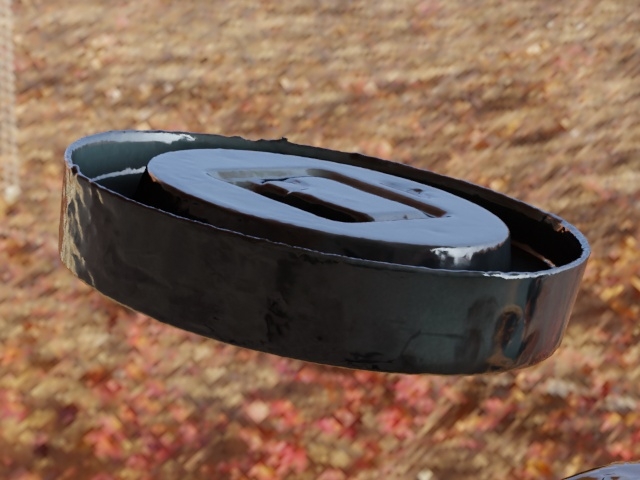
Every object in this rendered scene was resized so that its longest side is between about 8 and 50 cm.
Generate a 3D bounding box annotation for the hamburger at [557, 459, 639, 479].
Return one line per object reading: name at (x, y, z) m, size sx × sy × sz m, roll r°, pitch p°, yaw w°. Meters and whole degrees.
hamburger at (0.164, 0.174, 0.499) m, size 0.319 × 0.319 × 0.158 m, roll 22°, pitch -59°, yaw 30°

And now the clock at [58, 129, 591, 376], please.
clock at (0.001, -0.001, 1.010) m, size 0.319 × 0.319 × 0.066 m, roll 19°, pitch -74°, yaw 33°
